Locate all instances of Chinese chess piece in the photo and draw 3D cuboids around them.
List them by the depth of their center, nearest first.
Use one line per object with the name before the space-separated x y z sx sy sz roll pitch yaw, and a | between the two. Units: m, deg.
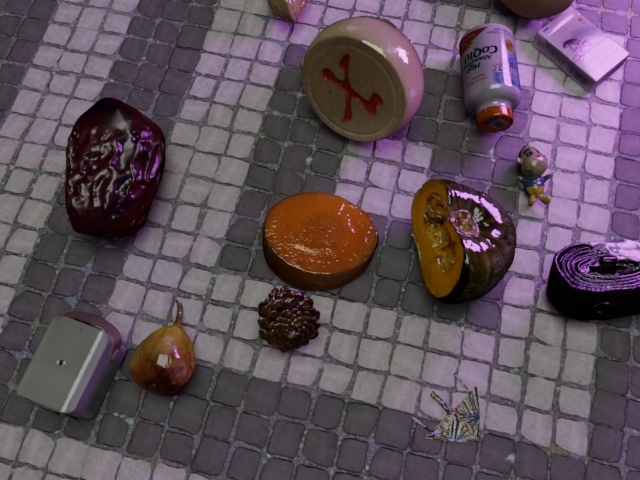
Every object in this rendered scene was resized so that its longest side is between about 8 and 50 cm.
Chinese chess piece | 0.114 -0.430 1.768 0.338 0.338 0.140 31 52 12

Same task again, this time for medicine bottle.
medicine bottle | 0.480 -0.452 1.859 0.157 0.157 0.288 -1 69 1

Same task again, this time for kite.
kite | 0.328 0.428 1.603 0.183 0.010 0.160 -41 73 -13

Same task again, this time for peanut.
peanut | -0.115 -0.801 2.012 0.140 0.153 0.325 -16 63 0

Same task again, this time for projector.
projector | -0.587 0.298 1.588 0.163 0.177 0.242 18 72 6

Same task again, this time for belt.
belt | 0.716 0.105 1.645 0.289 0.164 0.184 -5 43 1

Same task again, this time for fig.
fig | -0.378 0.255 1.635 0.159 0.159 0.257 2 50 2

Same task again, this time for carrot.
carrot | 0.000 0.000 1.741 0.307 0.100 0.258 2 67 -6

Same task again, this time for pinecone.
pinecone | -0.084 0.190 1.636 0.174 0.173 0.173 0 69 1

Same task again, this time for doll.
doll | 0.580 -0.182 1.789 0.102 0.089 0.179 -7 67 -11

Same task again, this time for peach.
peach | 0.645 -0.802 1.940 0.292 0.247 0.292 1 78 -3

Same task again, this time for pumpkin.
pumpkin | 0.369 0.014 1.679 0.232 0.242 0.324 8 61 -27

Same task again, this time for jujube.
jujube | -0.546 -0.188 1.746 0.258 0.258 0.376 3 81 3

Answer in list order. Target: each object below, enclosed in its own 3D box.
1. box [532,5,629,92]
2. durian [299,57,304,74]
box | 0.765 -0.566 1.945 0.149 0.067 0.233 -38 73 -14
durian | -0.016 -0.505 1.935 0.110 0.071 0.140 29 64 -26
